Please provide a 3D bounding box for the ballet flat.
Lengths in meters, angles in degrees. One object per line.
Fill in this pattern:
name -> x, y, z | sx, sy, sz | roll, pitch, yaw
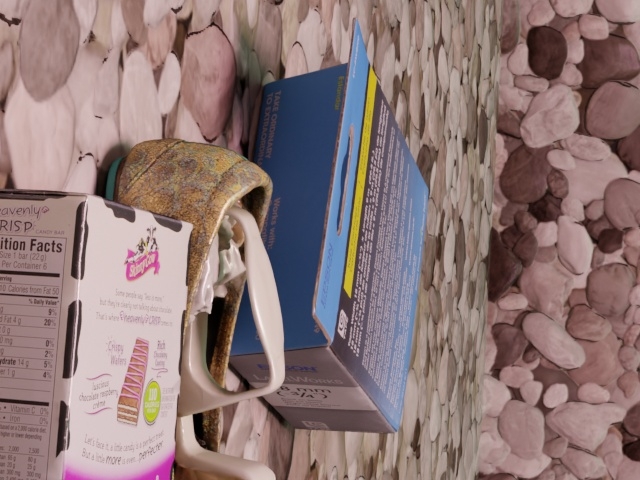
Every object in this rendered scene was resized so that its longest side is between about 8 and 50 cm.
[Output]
ballet flat -> -0.080, 0.111, 0.950 | 0.123, 0.123, 0.348 | -2, 95, -75

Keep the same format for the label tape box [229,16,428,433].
label tape box -> 0.000, 0.000, 1.249 | 0.333, 0.106, 0.240 | 58, 37, -64

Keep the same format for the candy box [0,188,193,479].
candy box -> -0.134, 0.096, 0.822 | 0.159, 0.071, 0.233 | 21, 73, -74
